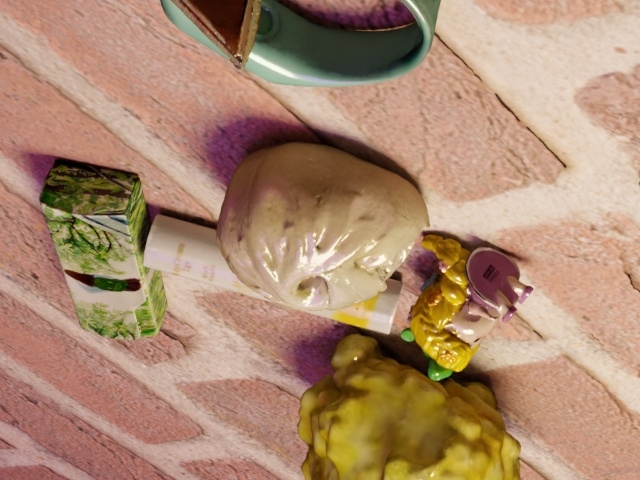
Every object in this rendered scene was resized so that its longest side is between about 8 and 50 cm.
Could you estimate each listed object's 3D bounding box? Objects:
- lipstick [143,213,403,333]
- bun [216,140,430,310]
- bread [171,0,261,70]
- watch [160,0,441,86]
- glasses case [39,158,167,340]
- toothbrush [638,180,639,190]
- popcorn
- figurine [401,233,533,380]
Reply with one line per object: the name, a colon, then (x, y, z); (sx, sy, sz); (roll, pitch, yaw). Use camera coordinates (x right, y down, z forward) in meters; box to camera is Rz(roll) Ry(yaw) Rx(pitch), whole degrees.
lipstick: (-0.050, 0.034, 1.668); (0.264, 0.059, 0.059); (15, 151, 3)
bun: (0.000, 0.000, 1.514); (0.193, 0.128, 0.178); (12, 150, 4)
bread: (-0.068, -0.175, 1.179); (0.109, 0.062, 0.043); (50, 171, 27)
watch: (-0.024, -0.197, 1.240); (0.237, 0.068, 0.195); (29, 148, -24)
glasses case: (-0.226, 0.018, 1.731); (0.095, 0.062, 0.272); (12, 151, 9)
toothbrush: (0.371, 0.018, 1.450); (0.263, 0.026, 0.022); (33, 141, -27)
popcorn: (0.098, 0.232, 1.795); (0.250, 0.235, 0.242); (47, 163, 34)
figurine: (0.122, 0.063, 1.601); (0.115, 0.095, 0.156); (46, 143, 11)
